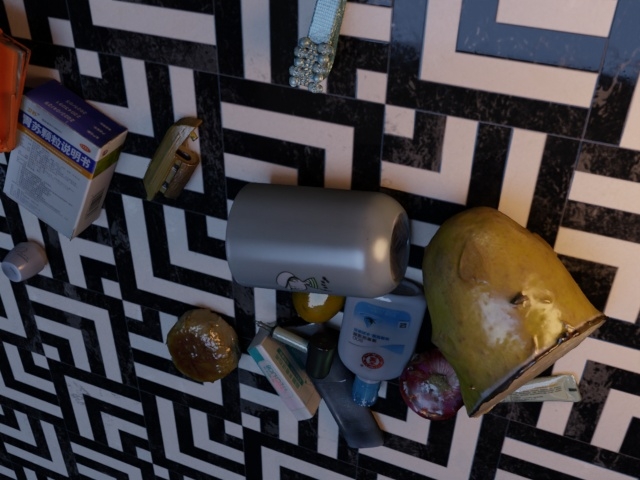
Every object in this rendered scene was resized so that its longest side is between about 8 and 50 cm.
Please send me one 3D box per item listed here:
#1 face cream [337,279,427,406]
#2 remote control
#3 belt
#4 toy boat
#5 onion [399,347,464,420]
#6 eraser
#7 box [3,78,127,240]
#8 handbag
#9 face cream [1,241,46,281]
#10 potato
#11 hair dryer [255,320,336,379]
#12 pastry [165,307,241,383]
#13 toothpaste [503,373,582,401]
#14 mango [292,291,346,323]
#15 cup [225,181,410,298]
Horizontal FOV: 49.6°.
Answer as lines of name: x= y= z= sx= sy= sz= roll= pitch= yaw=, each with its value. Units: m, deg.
face cream: x=0.118 y=0.221 z=1.472 sx=0.163 sy=0.080 sz=0.337 roll=14 pitch=127 yaw=6
remote control: x=0.036 y=0.335 z=1.618 sx=0.107 sy=0.044 sz=0.378 roll=-15 pitch=114 yaw=28
belt: x=0.002 y=-0.344 z=1.139 sx=0.065 sy=0.100 sz=0.179 roll=20 pitch=126 yaw=8
toy boat: x=-0.299 y=-0.164 z=1.435 sx=0.088 sy=0.068 sz=0.226 roll=36 pitch=128 yaw=-7
onion: x=0.236 y=0.300 z=1.466 sx=0.150 sy=0.150 sz=0.140 roll=36 pitch=171 yaw=1
eraser: x=-0.078 y=0.305 z=1.621 sx=0.052 sy=0.095 sz=0.225 roll=-22 pitch=110 yaw=31
box: x=-0.571 y=-0.173 z=1.535 sx=0.200 sy=0.106 sz=0.299 roll=35 pitch=129 yaw=1
handbag: x=-0.772 y=-0.380 z=1.421 sx=0.410 sy=0.116 sz=0.303 roll=42 pitch=131 yaw=16
face cream: x=-0.768 y=0.055 z=1.795 sx=0.091 sy=0.095 sz=0.091 roll=14 pitch=127 yaw=19
potato: x=0.313 y=0.112 z=1.250 sx=0.296 sy=0.290 sz=0.397 roll=56 pitch=175 yaw=20
hair dryer: x=-0.061 y=0.225 z=1.537 sx=0.197 sy=0.057 sz=0.100 roll=25 pitch=127 yaw=16
pastry: x=-0.291 y=0.260 z=1.699 sx=0.182 sy=0.093 sz=0.192 roll=49 pitch=130 yaw=-7
toothpaste: x=0.399 y=0.311 z=1.425 sx=0.255 sy=0.037 sz=0.067 roll=-11 pitch=112 yaw=29
mango: x=0.007 y=0.103 z=1.446 sx=0.111 sy=0.089 sz=0.163 roll=39 pitch=120 yaw=-6
cup: x=0.000 y=0.000 z=1.303 sx=0.312 sy=0.205 sz=0.206 roll=5 pitch=124 yaw=23
